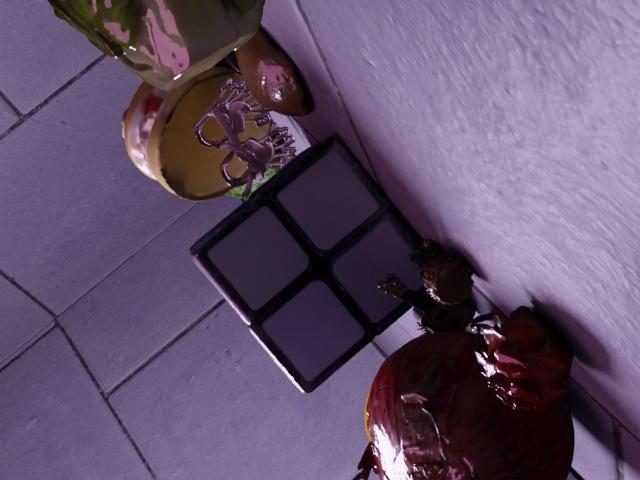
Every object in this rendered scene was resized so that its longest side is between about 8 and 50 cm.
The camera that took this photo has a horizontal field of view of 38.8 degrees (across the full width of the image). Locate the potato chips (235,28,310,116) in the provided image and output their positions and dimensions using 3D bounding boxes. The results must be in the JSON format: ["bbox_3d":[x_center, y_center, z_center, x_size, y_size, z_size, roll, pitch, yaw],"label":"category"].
[{"bbox_3d":[-0.088,-0.263,1.465,0.195,0.062,0.208,56,174,-30],"label":"potato chips"}]

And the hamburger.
[{"bbox_3d":[-0.247,-0.244,1.749,0.186,0.261,0.303,35,124,36],"label":"hamburger"}]

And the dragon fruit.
[{"bbox_3d":[0.264,0.154,1.180,0.130,0.121,0.142,82,173,-67],"label":"dragon fruit"}]

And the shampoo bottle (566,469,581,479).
[{"bbox_3d":[0.503,0.501,1.820,0.227,0.056,0.086,46,172,37],"label":"shampoo bottle"}]

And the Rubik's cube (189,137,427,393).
[{"bbox_3d":[-0.019,0.038,1.603,0.313,0.316,0.318,50,176,-6],"label":"Rubik's cube"}]

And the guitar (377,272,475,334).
[{"bbox_3d":[0.160,0.098,1.441,0.271,0.084,0.038,30,-167,-51],"label":"guitar"}]

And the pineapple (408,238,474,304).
[{"bbox_3d":[0.178,0.045,1.387,0.074,0.074,0.159,52,-178,-19],"label":"pineapple"}]

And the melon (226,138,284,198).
[{"bbox_3d":[-0.208,-0.233,2.020,0.344,0.226,0.331,54,138,5],"label":"melon"}]

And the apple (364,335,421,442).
[{"bbox_3d":[0.236,0.339,1.805,0.299,0.275,0.299,44,175,5],"label":"apple"}]

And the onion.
[{"bbox_3d":[0.219,0.314,1.435,0.354,0.353,0.353,49,174,7],"label":"onion"}]

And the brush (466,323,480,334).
[{"bbox_3d":[0.228,0.119,1.667,0.190,0.027,0.034,33,155,46],"label":"brush"}]

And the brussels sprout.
[{"bbox_3d":[-0.214,-0.340,1.069,0.328,0.247,0.328,53,176,6],"label":"brussels sprout"}]

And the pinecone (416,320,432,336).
[{"bbox_3d":[0.216,0.151,1.730,0.083,0.077,0.077,62,171,-15],"label":"pinecone"}]

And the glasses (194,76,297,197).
[{"bbox_3d":[-0.124,-0.188,1.675,0.095,0.162,0.255,43,168,42],"label":"glasses"}]
